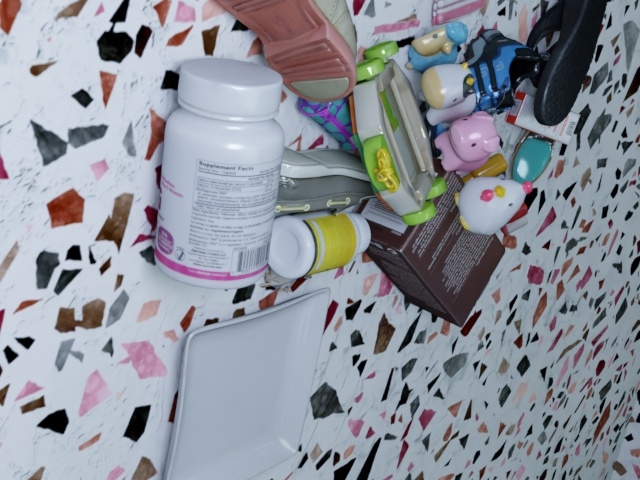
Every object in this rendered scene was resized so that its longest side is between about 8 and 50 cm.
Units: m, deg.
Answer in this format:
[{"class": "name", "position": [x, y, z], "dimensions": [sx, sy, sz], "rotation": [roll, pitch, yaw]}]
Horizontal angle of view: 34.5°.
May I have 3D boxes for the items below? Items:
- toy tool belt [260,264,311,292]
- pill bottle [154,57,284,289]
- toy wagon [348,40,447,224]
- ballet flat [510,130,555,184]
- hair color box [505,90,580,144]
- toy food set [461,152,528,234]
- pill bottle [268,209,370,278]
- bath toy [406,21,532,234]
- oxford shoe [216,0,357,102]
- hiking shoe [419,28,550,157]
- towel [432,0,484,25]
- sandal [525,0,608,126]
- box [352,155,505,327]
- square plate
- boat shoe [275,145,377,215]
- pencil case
[{"class": "toy tool belt", "position": [-0.059, 0.061, 1.707], "dimensions": [0.083, 0.052, 0.051], "rotation": [0, 142, -51]}, {"class": "pill bottle", "position": [-0.134, -0.091, 1.392], "dimensions": [0.160, 0.160, 0.283], "rotation": [-19, 125, -48]}, {"class": "toy wagon", "position": [0.112, -0.158, 1.620], "dimensions": [0.267, 0.068, 0.344], "rotation": [68, 22, -16]}, {"class": "ballet flat", "position": [0.478, -0.223, 2.244], "dimensions": [0.073, 0.080, 0.232], "rotation": [-42, 155, -82]}, {"class": "hair color box", "position": [0.467, -0.257, 2.164], "dimensions": [0.141, 0.043, 0.072], "rotation": [18, 98, -21]}, {"class": "toy food set", "position": [0.361, -0.075, 2.156], "dimensions": [0.104, 0.111, 0.232], "rotation": [-29, 154, 1]}, {"class": "pill bottle", "position": [0.000, 0.000, 1.690], "dimensions": [0.184, 0.103, 0.103], "rotation": [-12, 120, -51]}, {"class": "bath toy", "position": [0.250, -0.183, 1.725], "dimensions": [0.151, 0.129, 0.348], "rotation": [3, 66, -58]}, {"class": "oxford shoe", "position": [-0.060, -0.365, 1.383], "dimensions": [0.397, 0.140, 0.147], "rotation": [60, 31, -46]}, {"class": "hiking shoe", "position": [0.287, -0.266, 1.889], "dimensions": [0.304, 0.132, 0.113], "rotation": [-53, 145, -17]}, {"class": "towel", "position": [0.244, -0.481, 1.790], "dimensions": [0.144, 0.029, 0.197], "rotation": [-28, 130, -43]}, {"class": "sandal", "position": [0.502, -0.425, 2.134], "dimensions": [0.167, 0.107, 0.446], "rotation": [50, 56, -52]}, {"class": "box", "position": [0.208, -0.003, 1.950], "dimensions": [0.191, 0.143, 0.381], "rotation": [-58, 145, -11]}, {"class": "square plate", "position": [-0.131, 0.260, 1.727], "dimensions": [0.347, 0.049, 0.344], "rotation": [-14, 123, -50]}, {"class": "boat shoe", "position": [0.004, -0.090, 1.639], "dimensions": [0.305, 0.109, 0.091], "rotation": [-2, 117, -51]}, {"class": "pencil case", "position": [0.025, -0.197, 1.628], "dimensions": [0.064, 0.070, 0.151], "rotation": [-31, 149, 17]}]
